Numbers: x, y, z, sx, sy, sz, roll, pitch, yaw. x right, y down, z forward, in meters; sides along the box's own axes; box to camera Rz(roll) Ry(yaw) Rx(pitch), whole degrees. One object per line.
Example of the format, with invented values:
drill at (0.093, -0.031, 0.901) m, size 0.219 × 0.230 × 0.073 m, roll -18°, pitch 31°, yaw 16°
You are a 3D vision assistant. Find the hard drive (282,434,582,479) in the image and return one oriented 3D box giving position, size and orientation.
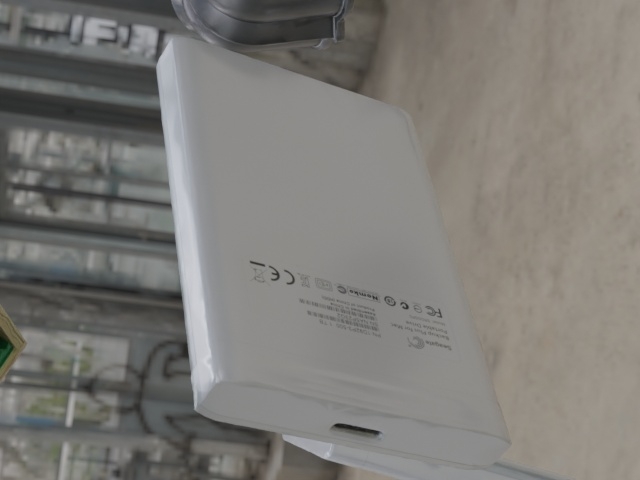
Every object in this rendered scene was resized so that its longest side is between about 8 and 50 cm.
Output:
hard drive at (0.153, 0.229, 1.309) m, size 0.233 × 0.353 × 0.047 m, roll 163°, pitch 124°, yaw -77°

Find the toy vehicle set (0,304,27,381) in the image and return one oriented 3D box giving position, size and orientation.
toy vehicle set at (-0.268, 0.124, 0.711) m, size 0.267 × 0.035 × 0.166 m, roll -58°, pitch -18°, yaw -20°

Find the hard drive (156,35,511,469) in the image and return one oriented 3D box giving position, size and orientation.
hard drive at (0.000, 0.000, 0.879) m, size 0.040 × 0.203 × 0.308 m, roll -54°, pitch 33°, yaw 35°

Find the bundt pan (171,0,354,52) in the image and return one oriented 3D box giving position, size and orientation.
bundt pan at (-0.089, -0.314, 1.172) m, size 0.331 × 0.124 × 0.331 m, roll 163°, pitch 90°, yaw -75°
